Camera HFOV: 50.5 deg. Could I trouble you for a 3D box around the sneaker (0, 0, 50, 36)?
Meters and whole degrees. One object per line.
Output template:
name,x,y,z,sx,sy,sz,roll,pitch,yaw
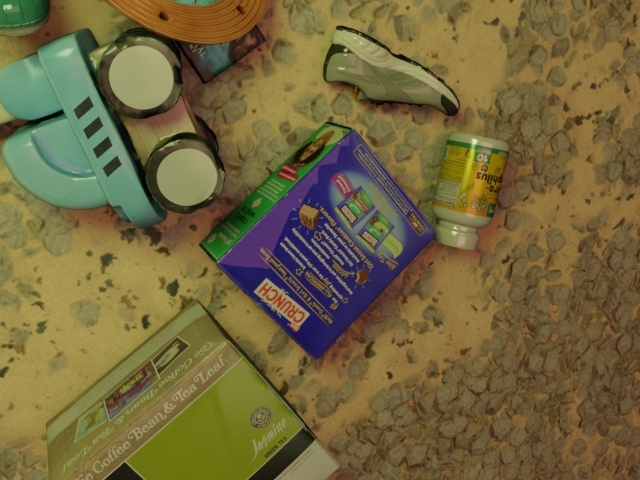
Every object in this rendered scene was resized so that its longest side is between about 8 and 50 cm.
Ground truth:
sneaker,-0.406,-0.382,0.823,0.108,0.302,0.121,-16,153,-21

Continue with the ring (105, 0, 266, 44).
ring,-0.219,-0.422,0.953,0.337,0.032,0.336,17,63,-36

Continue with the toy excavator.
toy excavator,-0.404,-0.180,0.936,0.446,0.222,0.432,-23,114,-4

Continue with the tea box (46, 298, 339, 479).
tea box,-0.212,0.338,1.123,0.329,0.220,0.323,-40,115,-10

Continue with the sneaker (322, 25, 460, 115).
sneaker,0.124,-0.277,1.193,0.272,0.100,0.107,20,108,-22

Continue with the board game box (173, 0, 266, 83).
board game box,-0.186,-0.360,1.069,0.126,0.026,0.186,-39,114,-9

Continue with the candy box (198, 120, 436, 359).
candy box,0.000,0.000,1.185,0.317,0.122,0.268,-45,116,-8

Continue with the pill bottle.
pill bottle,0.276,-0.092,1.280,0.118,0.118,0.208,9,99,-25
